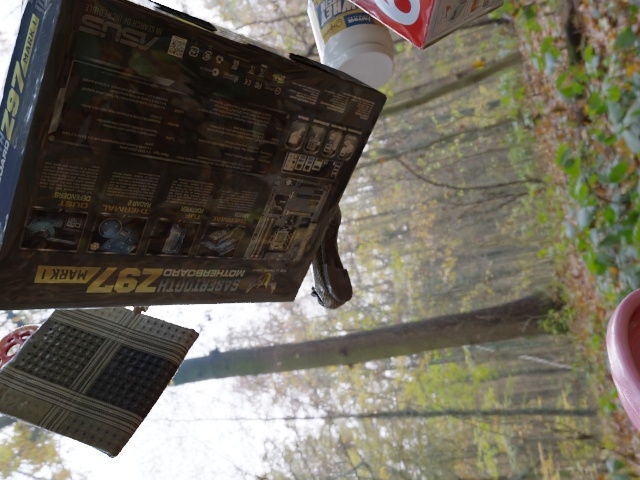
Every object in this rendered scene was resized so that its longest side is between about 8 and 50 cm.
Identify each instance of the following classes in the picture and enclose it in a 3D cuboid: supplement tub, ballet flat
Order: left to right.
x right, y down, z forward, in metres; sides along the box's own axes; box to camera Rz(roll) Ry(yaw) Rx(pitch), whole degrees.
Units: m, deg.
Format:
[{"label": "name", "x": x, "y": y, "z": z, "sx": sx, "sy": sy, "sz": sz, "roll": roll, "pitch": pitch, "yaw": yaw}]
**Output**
[{"label": "ballet flat", "x": 0.000, "y": 0.000, "z": 0.951, "sx": 0.084, "sy": 0.058, "sz": 0.250, "roll": 20, "pitch": -132, "yaw": -40}, {"label": "supplement tub", "x": 0.062, "y": -0.402, "z": 1.146, "sx": 0.144, "sy": 0.144, "sz": 0.200, "roll": 36, "pitch": -143, "yaw": -60}]

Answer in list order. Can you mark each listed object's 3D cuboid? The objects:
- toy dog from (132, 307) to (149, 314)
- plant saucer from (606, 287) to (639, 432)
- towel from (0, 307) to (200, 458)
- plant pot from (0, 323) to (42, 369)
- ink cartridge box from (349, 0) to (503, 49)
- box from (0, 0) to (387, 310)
[{"label": "toy dog", "x": -0.383, "y": -0.017, "z": 1.092, "sx": 0.334, "sy": 0.160, "sz": 0.220, "roll": 112, "pitch": 172, "yaw": -60}, {"label": "plant saucer", "x": 0.527, "y": 0.203, "z": 0.762, "sx": 0.332, "sy": 0.331, "sz": 0.084, "roll": -78, "pitch": 1, "yaw": -47}, {"label": "towel", "x": -0.459, "y": 0.256, "z": 1.183, "sx": 0.056, "sy": 0.324, "sz": 0.312, "roll": 94, "pitch": -163, "yaw": -44}, {"label": "plant pot", "x": -0.624, "y": 0.301, "z": 1.298, "sx": 0.191, "sy": 0.174, "sz": 0.191, "roll": -11, "pitch": -71, "yaw": -36}, {"label": "ink cartridge box", "x": 0.059, "y": -0.379, "z": 0.501, "sx": 0.272, "sy": 0.130, "sz": 0.310, "roll": 43, "pitch": 152, "yaw": 25}, {"label": "box", "x": -0.082, "y": -0.045, "z": 0.382, "sx": 0.232, "sy": 0.059, "sz": 0.184, "roll": 4, "pitch": -62, "yaw": -44}]
